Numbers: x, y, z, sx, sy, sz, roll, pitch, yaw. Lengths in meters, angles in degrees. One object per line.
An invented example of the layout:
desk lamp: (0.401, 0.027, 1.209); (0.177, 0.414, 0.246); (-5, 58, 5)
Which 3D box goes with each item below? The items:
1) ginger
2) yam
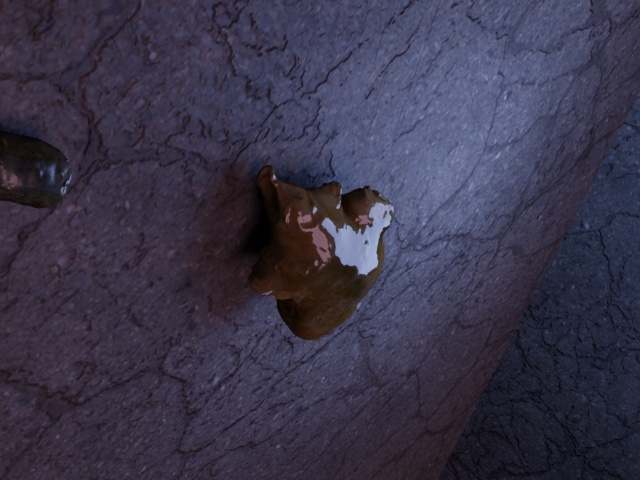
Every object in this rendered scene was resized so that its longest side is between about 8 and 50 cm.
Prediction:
ginger: (0.000, 0.000, 1.017); (0.219, 0.123, 0.270); (-40, 149, -14)
yam: (-0.303, -0.074, 0.579); (0.061, 0.061, 0.274); (-57, 150, 10)
